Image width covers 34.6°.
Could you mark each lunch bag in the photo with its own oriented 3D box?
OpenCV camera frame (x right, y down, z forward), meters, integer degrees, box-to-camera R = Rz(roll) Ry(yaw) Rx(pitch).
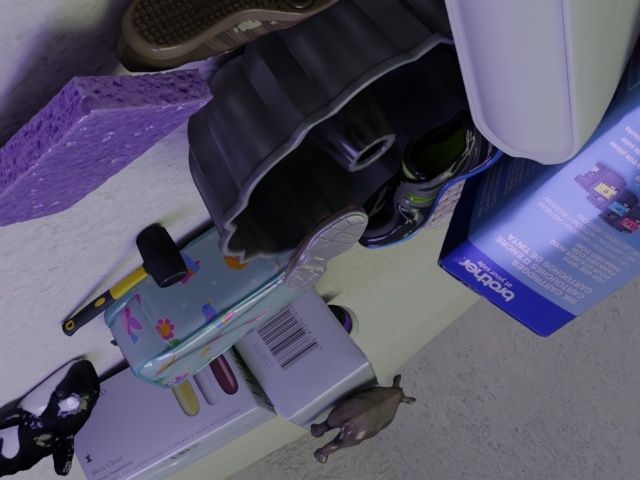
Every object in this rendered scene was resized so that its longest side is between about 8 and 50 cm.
[{"bbox_3d":[-0.129,0.069,1.281,0.279,0.107,0.224,-35,169,-3],"label":"lunch bag"}]

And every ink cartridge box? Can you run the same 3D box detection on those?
[{"bbox_3d":[0.274,-0.088,1.012,0.395,0.151,0.270,-47,-167,44],"label":"ink cartridge box"}]

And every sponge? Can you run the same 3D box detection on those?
[{"bbox_3d":[-0.186,-0.065,0.771,0.210,0.031,0.117,-30,172,40],"label":"sponge"}]

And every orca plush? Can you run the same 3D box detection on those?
[{"bbox_3d":[-0.383,0.279,1.369,0.287,0.102,0.151,-38,166,8],"label":"orca plush"}]

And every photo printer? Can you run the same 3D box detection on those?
[{"bbox_3d":[0.185,-0.219,0.769,0.256,0.107,0.307,-64,156,-18],"label":"photo printer"}]

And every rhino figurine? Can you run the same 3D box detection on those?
[{"bbox_3d":[0.079,0.274,1.641,0.106,0.073,0.243,-42,167,30],"label":"rhino figurine"}]

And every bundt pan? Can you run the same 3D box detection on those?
[{"bbox_3d":[0.014,-0.127,0.950,0.331,0.124,0.331,-33,167,-9],"label":"bundt pan"}]

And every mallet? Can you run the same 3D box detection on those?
[{"bbox_3d":[-0.228,0.047,1.142,0.190,0.062,0.039,-27,171,29],"label":"mallet"}]

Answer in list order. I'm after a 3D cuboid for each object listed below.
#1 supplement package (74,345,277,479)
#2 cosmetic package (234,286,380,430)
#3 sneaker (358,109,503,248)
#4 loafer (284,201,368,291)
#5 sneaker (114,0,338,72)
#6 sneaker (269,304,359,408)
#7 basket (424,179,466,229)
[{"bbox_3d":[-0.223,0.256,1.535,0.262,0.145,0.204,-30,166,-2],"label":"supplement package"},{"bbox_3d":[-0.028,0.178,1.659,0.156,0.217,0.385,-35,167,-2],"label":"cosmetic package"},{"bbox_3d":[0.094,-0.064,0.992,0.078,0.067,0.188,14,134,-44],"label":"sneaker"},{"bbox_3d":[0.000,0.000,1.017,0.045,0.039,0.125,17,130,-31],"label":"loafer"},{"bbox_3d":[-0.069,-0.174,0.763,0.188,0.066,0.071,-23,178,-27],"label":"sneaker"},{"bbox_3d":[-0.069,0.220,1.954,0.293,0.102,0.146,-43,161,8],"label":"sneaker"},{"bbox_3d":[0.210,-0.095,1.487,0.167,0.103,0.113,-30,172,39],"label":"basket"}]
